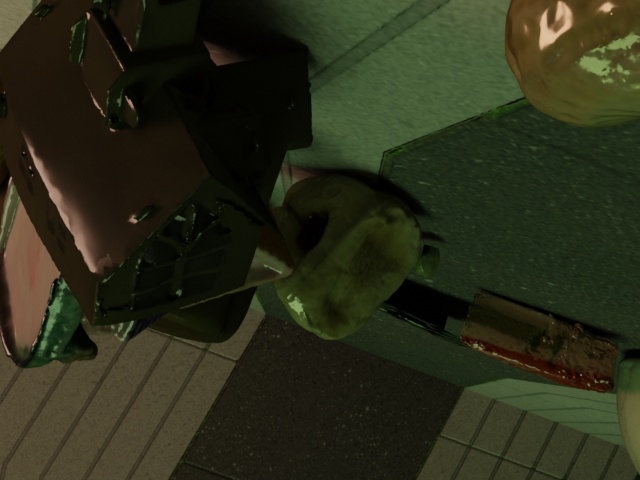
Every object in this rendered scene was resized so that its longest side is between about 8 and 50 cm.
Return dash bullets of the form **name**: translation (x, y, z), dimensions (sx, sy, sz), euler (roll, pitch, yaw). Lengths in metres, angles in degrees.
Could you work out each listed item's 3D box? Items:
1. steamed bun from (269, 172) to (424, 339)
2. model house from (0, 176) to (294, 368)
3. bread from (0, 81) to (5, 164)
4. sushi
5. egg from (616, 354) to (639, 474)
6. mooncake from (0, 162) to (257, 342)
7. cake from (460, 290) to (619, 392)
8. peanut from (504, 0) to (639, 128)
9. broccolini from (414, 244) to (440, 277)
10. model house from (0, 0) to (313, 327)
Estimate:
- **steamed bun**: translation (0.000, 0.000, 0.972), dimensions (0.155, 0.172, 0.141), euler (34, 171, 40)
- **model house**: translation (-0.169, 0.006, 0.868), dimensions (0.237, 0.237, 0.202), euler (3, -142, -33)
- **bread**: translation (-0.457, -0.153, 1.020), dimensions (0.240, 0.139, 0.240), euler (23, 168, 5)
- **sushi**: translation (0.156, 0.110, 1.487), dimensions (0.231, 0.047, 0.219), euler (25, 174, -4)
- **egg**: translation (0.575, 0.306, 1.306), dimensions (0.337, 0.201, 0.337), euler (17, 169, 4)
- **mooncake**: translation (-0.255, -0.010, 1.186), dimensions (0.378, 0.201, 0.378), euler (20, 168, 4)
- **cake**: translation (0.311, 0.150, 1.293), dimensions (0.220, 0.086, 0.117), euler (17, 167, 8)
- **peanut**: translation (0.152, -0.098, 0.342), dimensions (0.104, 0.086, 0.228), euler (14, 170, -19)
- **broccolini**: translation (0.004, 0.022, 1.205), dimensions (0.078, 0.074, 0.392), euler (-18, -163, -34)
- **model house**: translation (-0.101, -0.098, 0.624), dimensions (0.204, 0.211, 0.243), euler (-19, 153, -27)
